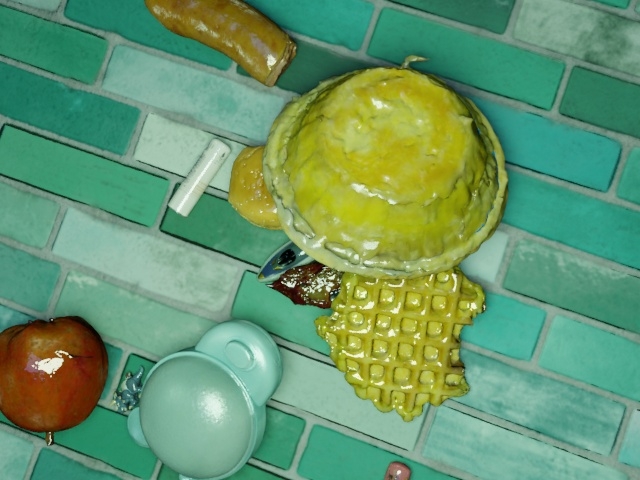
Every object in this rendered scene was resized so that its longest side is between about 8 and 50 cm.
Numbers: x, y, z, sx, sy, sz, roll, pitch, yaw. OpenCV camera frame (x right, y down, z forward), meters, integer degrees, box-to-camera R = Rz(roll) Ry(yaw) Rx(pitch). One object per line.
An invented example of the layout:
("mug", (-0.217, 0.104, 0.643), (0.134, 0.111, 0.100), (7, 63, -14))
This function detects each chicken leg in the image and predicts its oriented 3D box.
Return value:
("chicken leg", (0.035, 0.052, 1.150), (0.234, 0.063, 0.105), (-29, 100, 3))

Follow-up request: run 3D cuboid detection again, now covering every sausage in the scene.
("sausage", (-0.169, -0.359, 1.187), (0.270, 0.109, 0.109), (28, 89, 6))

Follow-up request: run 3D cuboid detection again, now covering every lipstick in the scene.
("lipstick", (-0.203, -0.107, 1.201), (0.040, 0.040, 0.141), (33, 89, 7))

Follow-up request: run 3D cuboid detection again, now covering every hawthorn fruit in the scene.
("hawthorn fruit", (-0.430, 0.222, 1.127), (0.185, 0.185, 0.202), (1, 87, 5))

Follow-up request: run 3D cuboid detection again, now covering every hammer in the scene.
("hammer", (0.115, 0.394, 1.134), (0.043, 0.043, 0.083), (18, 88, 6))

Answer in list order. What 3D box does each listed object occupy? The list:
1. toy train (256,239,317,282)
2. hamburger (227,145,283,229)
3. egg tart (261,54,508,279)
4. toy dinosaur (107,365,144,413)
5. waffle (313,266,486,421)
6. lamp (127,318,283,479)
("toy train", (0.000, 0.000, 1.170), (0.252, 0.048, 0.055), (-32, 81, 3))
("hamburger", (-0.076, -0.087, 1.167), (0.147, 0.083, 0.138), (5, 86, 10))
("egg tart", (0.102, -0.127, 1.057), (0.387, 0.169, 0.388), (2, 65, -4))
("toy dinosaur", (-0.318, 0.250, 1.190), (0.047, 0.030, 0.083), (41, 90, 5))
("waffle", (0.141, 0.143, 1.114), (0.291, 0.051, 0.291), (0, 101, 0))
("lamp", (-0.172, 0.251, 1.117), (0.209, 0.147, 0.284), (40, 89, 10))
